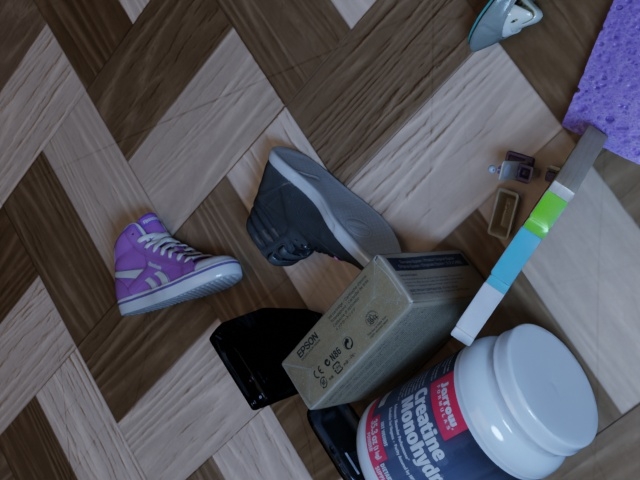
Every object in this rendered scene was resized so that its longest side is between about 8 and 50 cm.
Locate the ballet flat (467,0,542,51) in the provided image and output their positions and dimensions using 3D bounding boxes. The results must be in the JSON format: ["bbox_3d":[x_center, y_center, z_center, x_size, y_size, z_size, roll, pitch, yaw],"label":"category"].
[{"bbox_3d":[0.265,-0.316,1.454,0.068,0.072,0.213,43,118,21],"label":"ballet flat"}]

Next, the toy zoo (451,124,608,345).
[{"bbox_3d":[0.246,0.010,1.406,0.030,0.192,0.293,34,125,8],"label":"toy zoo"}]

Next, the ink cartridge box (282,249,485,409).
[{"bbox_3d":[0.090,0.119,1.551,0.235,0.193,0.088,-50,62,29],"label":"ink cartridge box"}]

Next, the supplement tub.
[{"bbox_3d":[0.197,0.241,1.477,0.272,0.191,0.191,-37,71,35],"label":"supplement tub"}]

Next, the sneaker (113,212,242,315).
[{"bbox_3d":[-0.249,0.024,1.878,0.282,0.102,0.161,-15,81,39],"label":"sneaker"}]

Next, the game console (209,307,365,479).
[{"bbox_3d":[0.003,0.249,1.623,0.044,0.213,0.361,-44,71,33],"label":"game console"}]

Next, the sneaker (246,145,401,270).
[{"bbox_3d":[0.000,0.000,1.678,0.296,0.104,0.147,45,121,34],"label":"sneaker"}]

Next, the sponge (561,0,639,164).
[{"bbox_3d":[0.384,-0.211,1.391,0.117,0.031,0.210,33,113,33],"label":"sponge"}]

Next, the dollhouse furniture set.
[{"bbox_3d":[0.248,-0.051,1.481,0.091,0.081,0.114,23,108,36],"label":"dollhouse furniture set"}]
